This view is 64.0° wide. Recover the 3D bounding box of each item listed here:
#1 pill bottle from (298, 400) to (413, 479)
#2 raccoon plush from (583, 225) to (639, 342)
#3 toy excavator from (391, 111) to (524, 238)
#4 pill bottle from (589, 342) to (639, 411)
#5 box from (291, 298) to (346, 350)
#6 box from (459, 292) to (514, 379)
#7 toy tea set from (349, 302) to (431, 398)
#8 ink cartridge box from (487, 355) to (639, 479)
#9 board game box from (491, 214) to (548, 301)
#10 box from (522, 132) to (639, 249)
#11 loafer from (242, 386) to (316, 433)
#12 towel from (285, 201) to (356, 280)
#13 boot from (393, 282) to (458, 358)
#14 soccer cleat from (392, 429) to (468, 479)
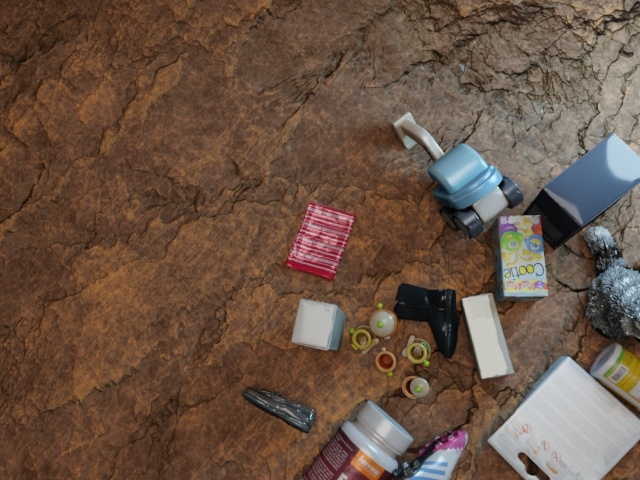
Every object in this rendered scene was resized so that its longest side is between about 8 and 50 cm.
[{"bbox_3d":[0.104,0.727,1.634,0.224,0.224,0.392,38,84,15],"label":"pill bottle"},{"bbox_3d":[0.960,0.145,1.620,0.216,0.299,0.446,-24,73,2],"label":"raccoon plush"},{"bbox_3d":[0.449,-0.270,1.823,0.222,0.433,0.445,-36,101,2],"label":"toy excavator"},{"bbox_3d":[1.001,0.452,1.618,0.245,0.136,0.136,38,84,15],"label":"pill bottle"},{"bbox_3d":[0.003,0.290,1.717,0.121,0.311,0.148,10,77,11],"label":"box"},{"bbox_3d":[0.559,0.324,1.740,0.113,0.094,0.275,-11,75,6],"label":"box"},{"bbox_3d":[0.251,0.379,1.734,0.336,0.124,0.200,42,103,16],"label":"toy tea set"},{"bbox_3d":[0.779,0.616,1.645,0.385,0.091,0.308,-46,74,1],"label":"ink cartridge box"},{"bbox_3d":[0.680,0.065,1.764,0.142,0.144,0.275,-1,76,8],"label":"board game box"},{"bbox_3d":[0.876,-0.155,1.714,0.296,0.294,0.183,-37,74,-3],"label":"box"},{"bbox_3d":[-0.143,0.575,1.793,0.267,0.096,0.084,27,61,7],"label":"loafer"},{"bbox_3d":[0.000,0.000,1.941,0.199,0.031,0.275,18,79,12],"label":"towel"},{"bbox_3d":[0.364,0.274,1.780,0.207,0.094,0.246,2,100,33],"label":"boot"},{"bbox_3d":[0.361,0.718,1.603,0.331,0.116,0.143,-19,78,-36],"label":"soccer cleat"}]
